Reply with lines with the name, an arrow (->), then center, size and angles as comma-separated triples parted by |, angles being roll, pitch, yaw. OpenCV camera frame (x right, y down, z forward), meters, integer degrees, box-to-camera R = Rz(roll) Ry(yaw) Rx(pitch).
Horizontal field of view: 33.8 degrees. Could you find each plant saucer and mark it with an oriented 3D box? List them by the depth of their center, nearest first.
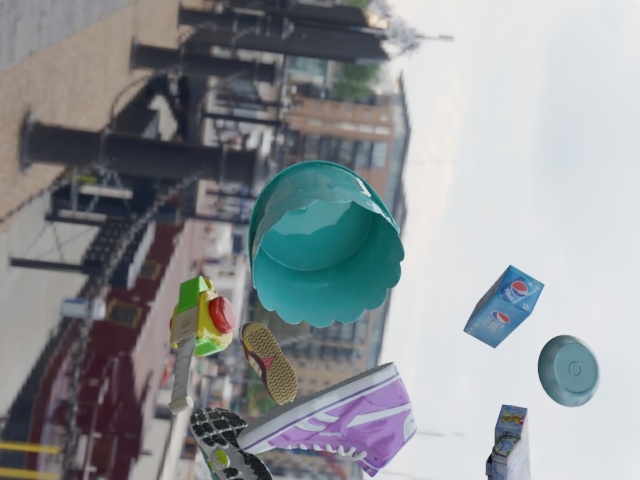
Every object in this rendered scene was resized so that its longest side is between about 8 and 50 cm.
plant saucer -> 0.409, 0.210, 1.707 | 0.021, 0.119, 0.119 | 146, -48, -66

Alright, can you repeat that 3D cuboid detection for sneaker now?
sneaker -> 0.018, 0.317, 1.664 | 0.102, 0.282, 0.161 | -174, -117, -88
sneaker -> -0.172, 0.400, 1.871 | 0.275, 0.107, 0.110 | -124, -138, -50
sneaker -> -0.108, 0.248, 2.146 | 0.186, 0.069, 0.084 | 67, -20, -8

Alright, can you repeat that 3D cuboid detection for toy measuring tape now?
toy measuring tape -> -0.208, 0.192, 1.849 | 0.330, 0.121, 0.121 | -92, -171, -49

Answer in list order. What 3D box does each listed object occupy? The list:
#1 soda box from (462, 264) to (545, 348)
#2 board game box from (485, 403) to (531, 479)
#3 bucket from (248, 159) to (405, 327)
soda box -> 0.321, 0.120, 1.857 | 0.067, 0.071, 0.210 | -59, 176, -22
board game box -> 0.386, 0.450, 2.178 | 0.194, 0.060, 0.194 | -26, 118, -61
bucket -> 0.000, 0.000, 1.913 | 0.183, 0.281, 0.281 | -109, -156, -58
